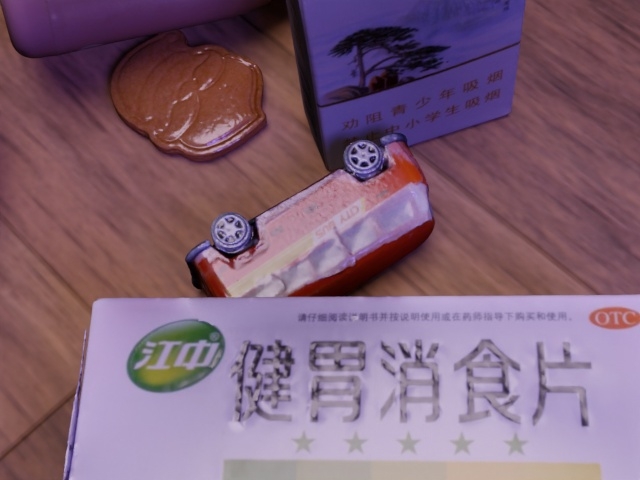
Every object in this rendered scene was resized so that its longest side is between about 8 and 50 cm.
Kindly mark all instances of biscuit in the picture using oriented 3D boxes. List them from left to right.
[{"bbox_3d":[-0.101,-0.113,0.779,0.130,0.019,0.102,30,70,19],"label":"biscuit"}]

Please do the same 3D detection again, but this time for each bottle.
[{"bbox_3d":[-0.097,-0.231,0.761,0.296,0.173,0.206,-14,80,-15],"label":"bottle"}]

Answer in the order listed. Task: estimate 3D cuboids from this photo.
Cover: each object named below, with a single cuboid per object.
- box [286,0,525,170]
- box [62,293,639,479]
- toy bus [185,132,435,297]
[{"bbox_3d":[0.055,-0.148,0.661,0.149,0.233,0.067,-20,63,-5],"label":"box"},{"bbox_3d":[0.034,0.133,0.566,0.332,0.145,0.173,-1,64,6],"label":"box"},{"bbox_3d":[0.000,0.000,0.682,0.174,0.079,0.077,-30,72,-11],"label":"toy bus"}]
